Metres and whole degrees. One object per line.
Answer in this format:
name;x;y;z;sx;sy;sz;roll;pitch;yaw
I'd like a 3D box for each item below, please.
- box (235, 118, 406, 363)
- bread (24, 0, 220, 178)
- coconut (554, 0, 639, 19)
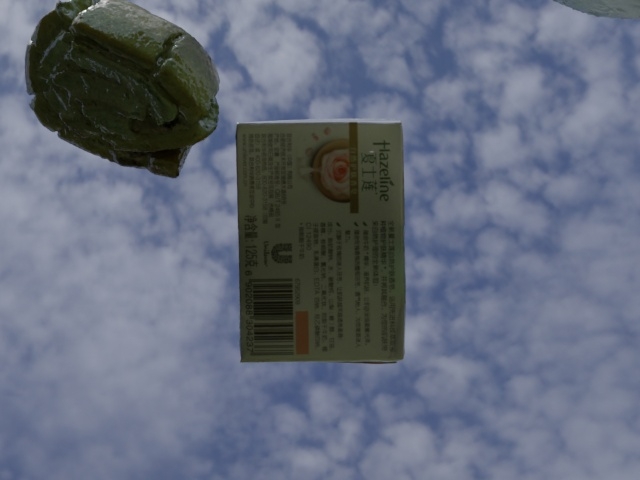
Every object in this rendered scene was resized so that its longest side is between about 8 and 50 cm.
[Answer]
box;0.000;0.000;0.849;0.135;0.081;0.199;0;-86;0
bread;-0.150;-0.117;0.784;0.156;0.064;0.117;22;-54;12
coconut;0.193;-0.270;0.561;0.328;0.281;0.328;-27;-35;-21
